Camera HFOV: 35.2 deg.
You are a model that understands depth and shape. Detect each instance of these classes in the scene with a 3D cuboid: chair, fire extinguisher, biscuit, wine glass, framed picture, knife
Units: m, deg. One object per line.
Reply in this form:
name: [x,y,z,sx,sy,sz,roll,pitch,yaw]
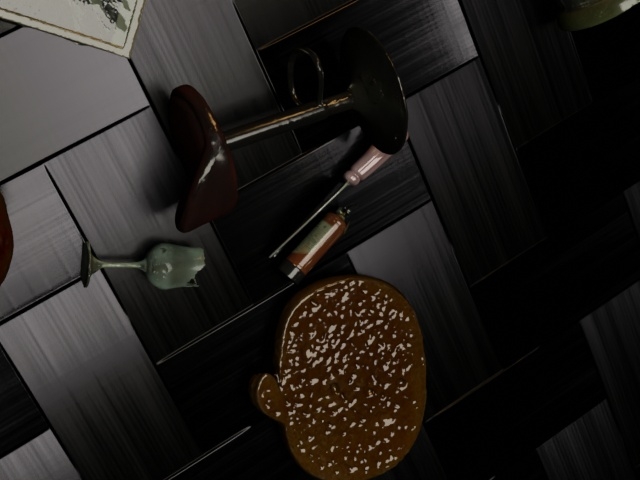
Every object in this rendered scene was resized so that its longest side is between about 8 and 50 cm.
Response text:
chair: [-0.082,-0.181,1.636,0.401,0.226,0.226,-23,109,-18]
fire extinguisher: [0.000,0.000,1.798,0.050,0.062,0.177,43,83,-12]
biscuit: [0.034,0.256,1.858,0.351,0.070,0.394,-2,100,-21]
wine glass: [-0.291,0.042,1.667,0.196,0.079,0.079,1,100,-22]
framed picture: [-0.401,-0.419,1.561,0.281,0.019,0.208,13,95,-25]
knife: [0.034,-0.083,1.784,0.043,0.081,0.336,44,81,-2]

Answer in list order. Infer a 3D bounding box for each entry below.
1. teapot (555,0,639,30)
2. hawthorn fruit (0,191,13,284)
teapot: [0.473,-0.586,1.818,0.270,0.200,0.337,-38,110,-12]
hawthorn fruit: [-0.567,0.000,1.416,0.268,0.301,0.267,-2,95,-26]
